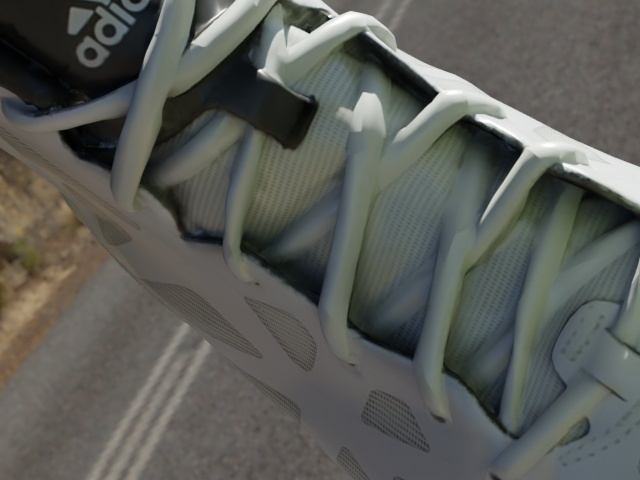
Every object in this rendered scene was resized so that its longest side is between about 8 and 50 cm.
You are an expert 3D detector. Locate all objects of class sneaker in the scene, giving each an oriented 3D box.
[{"bbox_3d":[-0.001,0.001,0.411,0.447,0.257,0.169,31,89,46],"label":"sneaker"}]
